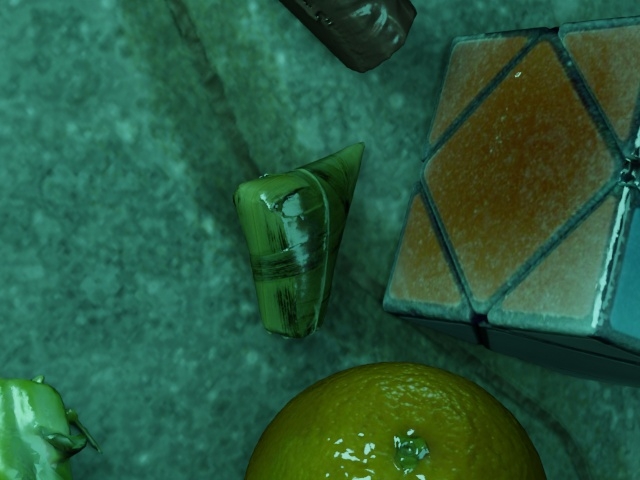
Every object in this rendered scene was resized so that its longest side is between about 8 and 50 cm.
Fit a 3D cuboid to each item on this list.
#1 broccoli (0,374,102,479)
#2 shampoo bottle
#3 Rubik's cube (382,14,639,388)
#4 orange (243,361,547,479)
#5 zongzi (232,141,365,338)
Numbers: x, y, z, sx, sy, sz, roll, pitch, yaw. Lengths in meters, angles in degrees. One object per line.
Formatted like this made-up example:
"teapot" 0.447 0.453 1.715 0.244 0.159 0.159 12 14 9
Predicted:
"broccoli" -0.118 0.209 0.798 0.242 0.180 0.273 -7 96 -35
"shampoo bottle" -0.031 -0.203 0.912 0.236 0.067 0.068 44 76 -29
"Rubik's cube" 0.198 -0.015 1.003 0.205 0.207 0.205 20 79 -35
"orange" 0.045 0.166 0.899 0.206 0.206 0.206 -2 93 -36
"zongzi" 0.000 0.000 0.962 0.113 0.052 0.104 -27 116 -46
